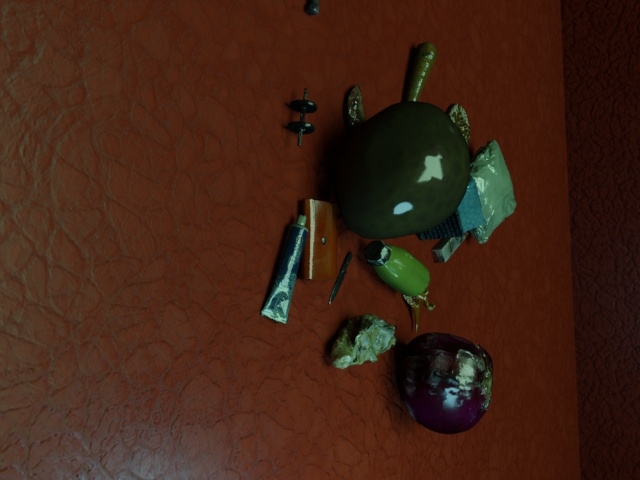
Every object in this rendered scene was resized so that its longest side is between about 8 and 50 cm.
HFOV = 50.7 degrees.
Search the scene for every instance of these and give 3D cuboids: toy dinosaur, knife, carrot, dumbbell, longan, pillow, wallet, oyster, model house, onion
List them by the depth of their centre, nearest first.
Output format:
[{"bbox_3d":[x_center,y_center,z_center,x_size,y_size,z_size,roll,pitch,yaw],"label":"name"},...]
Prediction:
[{"bbox_3d":[-0.044,-0.302,1.653,0.069,0.069,0.147,22,71,-52],"label":"dumbbell"},{"bbox_3d":[0.000,0.000,1.724,0.142,0.045,0.205,6,84,-54],"label":"wallet"},{"bbox_3d":[0.220,-0.179,1.796,0.404,0.336,0.404,-45,159,-23],"label":"longan"},{"bbox_3d":[0.055,0.101,1.828,0.023,0.010,0.170,48,54,-34],"label":"knife"},{"bbox_3d":[0.121,0.284,1.865,0.294,0.094,0.166,32,82,-60],"label":"oyster"},{"bbox_3d":[0.366,0.443,2.037,0.260,0.281,0.337,-68,152,-24],"label":"onion"},{"bbox_3d":[0.301,0.169,2.129,0.142,0.057,0.212,31,63,-37],"label":"toy dinosaur"},{"bbox_3d":[0.307,-0.499,2.152,0.078,0.078,0.298,37,64,-47],"label":"carrot"},{"bbox_3d":[0.366,-0.124,2.157,0.226,0.241,0.261,59,1,39],"label":"model house"},{"bbox_3d":[0.608,-0.174,2.498,0.283,0.138,0.310,-42,120,-36],"label":"pillow"}]

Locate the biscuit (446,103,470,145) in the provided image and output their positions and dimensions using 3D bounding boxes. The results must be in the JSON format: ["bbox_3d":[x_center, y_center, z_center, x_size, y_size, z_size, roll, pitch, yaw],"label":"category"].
[{"bbox_3d":[0.498,-0.400,2.442,0.187,0.027,0.188,2,87,-55],"label":"biscuit"}]

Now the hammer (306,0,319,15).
[{"bbox_3d":[-0.084,-0.682,1.638,0.290,0.037,0.137,25,69,-51],"label":"hammer"}]

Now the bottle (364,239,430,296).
[{"bbox_3d":[0.219,0.076,1.969,0.260,0.112,0.112,34,62,-48],"label":"bottle"}]

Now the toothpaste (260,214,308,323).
[{"bbox_3d":[-0.078,0.062,1.619,0.069,0.047,0.268,45,57,-59],"label":"toothpaste"}]

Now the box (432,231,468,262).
[{"bbox_3d":[0.453,0.007,2.355,0.218,0.039,0.055,-42,120,-47],"label":"box"}]

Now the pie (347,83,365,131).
[{"bbox_3d":[0.102,-0.346,1.887,0.092,0.034,0.170,-34,117,-53],"label":"pie"}]
